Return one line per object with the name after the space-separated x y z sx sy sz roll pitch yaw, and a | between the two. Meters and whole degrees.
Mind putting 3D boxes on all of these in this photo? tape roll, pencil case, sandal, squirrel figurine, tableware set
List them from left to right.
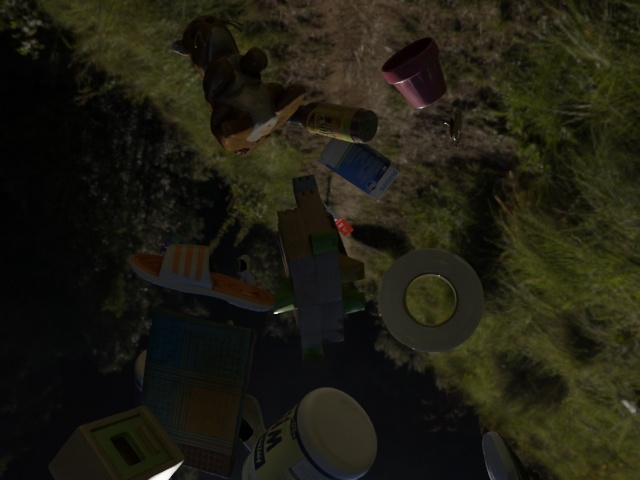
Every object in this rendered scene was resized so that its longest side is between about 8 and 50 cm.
-0.476 0.041 1.928 0.151 0.070 0.064 38 130 2 | pencil case
-0.194 0.049 0.955 0.265 0.076 0.102 18 -166 -20 | sandal
-0.278 -0.463 1.641 0.281 0.370 0.397 -36 179 -13 | squirrel figurine
0.304 0.165 1.521 0.286 0.286 0.100 1 174 12 | tape roll
0.481 -0.418 1.977 0.039 0.128 0.194 2 -155 21 | tableware set

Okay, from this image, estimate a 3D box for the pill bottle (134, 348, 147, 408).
-0.544 0.518 1.861 0.169 0.302 0.169 9 -148 -6 | pill bottle

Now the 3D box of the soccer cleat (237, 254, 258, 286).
-0.144 0.069 1.070 0.029 0.083 0.035 -10 180 24 | soccer cleat

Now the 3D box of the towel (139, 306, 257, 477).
-0.307 0.362 1.323 0.271 0.371 0.040 11 -174 13 | towel

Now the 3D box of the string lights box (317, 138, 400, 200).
0.136 -0.268 1.916 0.259 0.133 0.077 33 -156 -7 | string lights box

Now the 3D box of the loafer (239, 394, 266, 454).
-0.213 0.600 1.669 0.094 0.251 0.087 -17 -176 35 | loafer

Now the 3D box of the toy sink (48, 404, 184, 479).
-0.381 0.436 1.100 0.153 0.131 0.234 45 -166 21 | toy sink

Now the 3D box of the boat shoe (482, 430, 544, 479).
0.572 0.696 1.543 0.119 0.335 0.121 -16 159 -15 | boat shoe

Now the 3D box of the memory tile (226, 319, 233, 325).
-0.285 0.314 1.588 0.012 0.148 0.113 14 -160 15 | memory tile

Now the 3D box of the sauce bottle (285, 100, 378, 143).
0.019 -0.393 1.786 0.344 0.112 0.111 18 -178 36 | sauce bottle

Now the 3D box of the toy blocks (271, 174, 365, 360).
-0.029 0.042 1.200 0.190 0.261 0.382 -11 134 -6 | toy blocks

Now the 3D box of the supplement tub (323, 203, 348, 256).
0.000 0.000 1.542 0.116 0.191 0.117 -19 171 -3 | supplement tub

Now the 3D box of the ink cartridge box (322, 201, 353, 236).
0.033 -0.074 2.130 0.179 0.045 0.145 43 164 -1 | ink cartridge box

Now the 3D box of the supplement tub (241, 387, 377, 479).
-0.036 0.558 1.419 0.235 0.235 0.325 11 132 -43 | supplement tub

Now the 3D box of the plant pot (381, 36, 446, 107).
0.341 -0.570 1.899 0.201 0.201 0.180 -7 130 48 | plant pot
